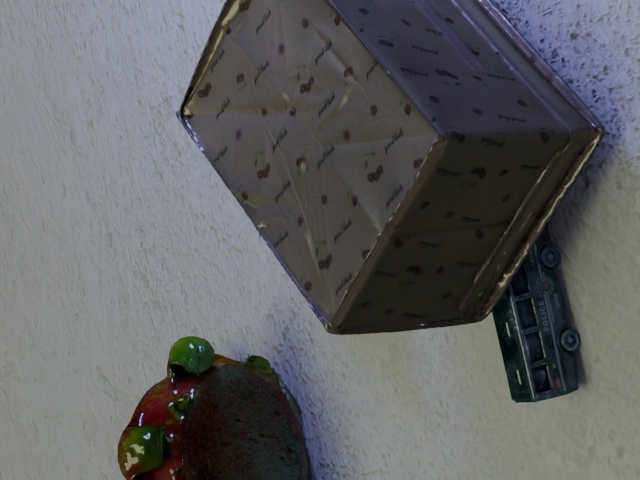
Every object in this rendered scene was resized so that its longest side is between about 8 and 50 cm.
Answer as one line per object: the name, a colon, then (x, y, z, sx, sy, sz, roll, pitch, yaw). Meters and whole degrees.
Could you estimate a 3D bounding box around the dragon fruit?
dragon fruit: (-0.117, 0.251, 2.075, 0.130, 0.268, 0.295, -19, 90, 42)

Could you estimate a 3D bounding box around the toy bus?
toy bus: (0.184, 0.060, 1.633, 0.047, 0.065, 0.165, -12, 92, 61)

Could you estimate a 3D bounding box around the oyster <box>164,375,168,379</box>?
oyster: (-0.138, 0.294, 2.242, 0.166, 0.094, 0.294, -25, 84, 67)

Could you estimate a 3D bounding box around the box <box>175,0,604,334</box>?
box: (0.048, -0.103, 1.582, 0.297, 0.190, 0.225, 55, 131, 35)
